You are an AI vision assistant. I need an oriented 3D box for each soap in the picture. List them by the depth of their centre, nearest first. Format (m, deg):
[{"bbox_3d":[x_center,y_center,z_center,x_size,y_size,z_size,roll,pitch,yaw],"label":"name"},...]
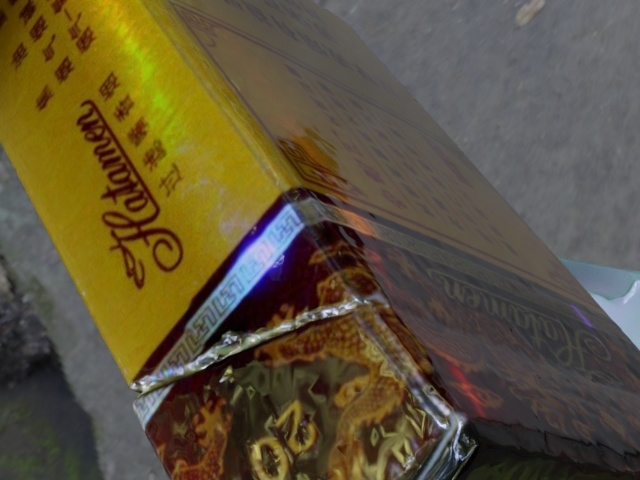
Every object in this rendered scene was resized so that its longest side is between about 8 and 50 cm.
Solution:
[{"bbox_3d":[0.217,0.093,1.168,0.091,0.230,0.145,-17,101,-19],"label":"soap"}]

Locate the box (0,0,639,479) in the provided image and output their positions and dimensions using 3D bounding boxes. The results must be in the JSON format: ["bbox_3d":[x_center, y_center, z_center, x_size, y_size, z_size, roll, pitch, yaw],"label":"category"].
[{"bbox_3d":[0.001,0.000,0.621,0.116,0.264,0.415,-48,52,17],"label":"box"}]
